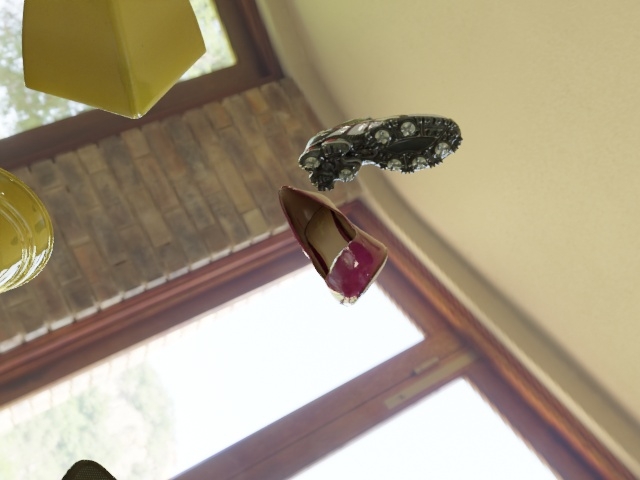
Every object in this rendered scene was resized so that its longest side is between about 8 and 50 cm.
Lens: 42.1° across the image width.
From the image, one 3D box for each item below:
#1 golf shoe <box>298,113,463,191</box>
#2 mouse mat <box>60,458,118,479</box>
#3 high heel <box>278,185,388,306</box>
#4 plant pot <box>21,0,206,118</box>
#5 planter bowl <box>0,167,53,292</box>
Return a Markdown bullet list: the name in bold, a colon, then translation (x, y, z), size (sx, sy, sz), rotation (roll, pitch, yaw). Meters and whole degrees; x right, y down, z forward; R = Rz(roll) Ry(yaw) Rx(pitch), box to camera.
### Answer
- **golf shoe**: translation (0.096, -0.171, 1.374), size (0.120, 0.273, 0.105), rotation (-79, 153, -49)
- **mouse mat**: translation (-0.079, 0.209, 0.388), size (0.007, 0.152, 0.189), rotation (-34, -76, 21)
- **high heel**: translation (0.000, 0.000, 1.412), size (0.181, 0.127, 0.377), rotation (36, 4, -10)
- **plant pot**: translation (-0.319, -0.340, 1.252), size (0.212, 0.212, 0.187), rotation (17, -43, 16)
- **planter bowl**: translation (-0.460, 0.008, 1.059), size (0.090, 0.217, 0.217), rotation (-97, -178, -55)
